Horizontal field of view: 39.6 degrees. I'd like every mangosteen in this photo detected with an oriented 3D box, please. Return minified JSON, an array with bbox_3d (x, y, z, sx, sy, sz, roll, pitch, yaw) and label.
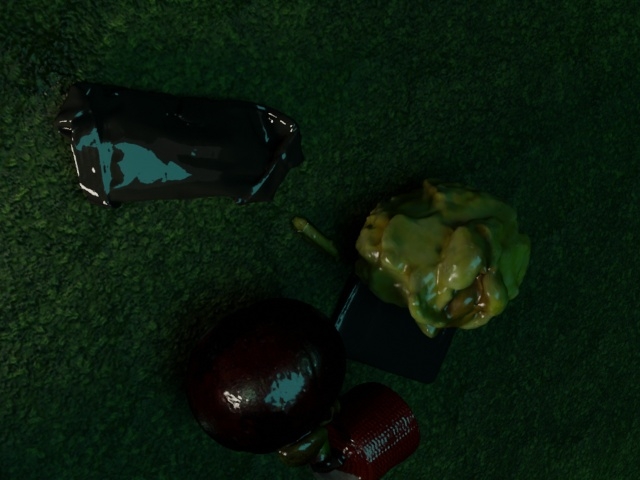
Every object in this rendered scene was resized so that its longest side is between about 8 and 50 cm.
[{"bbox_3d":[-0.065,0.185,1.134,0.216,0.216,0.216,-11,111,-33],"label":"mangosteen"}]

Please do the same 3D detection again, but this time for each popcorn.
[{"bbox_3d":[0.172,0.020,1.257,0.256,0.255,0.195,8,120,-11],"label":"popcorn"}]

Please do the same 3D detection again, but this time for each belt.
[{"bbox_3d":[0.045,0.290,1.271,0.124,0.201,0.128,-30,80,-29],"label":"belt"}]

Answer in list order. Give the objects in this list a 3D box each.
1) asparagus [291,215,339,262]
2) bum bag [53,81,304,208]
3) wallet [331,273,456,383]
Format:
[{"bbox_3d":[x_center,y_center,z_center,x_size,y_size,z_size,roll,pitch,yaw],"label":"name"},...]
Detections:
[{"bbox_3d":[-0.001,0.001,1.247,0.108,0.021,0.025,42,78,-37],"label":"asparagus"},{"bbox_3d":[-0.162,-0.105,1.069,0.326,0.079,0.142,2,95,-33],"label":"bum bag"},{"bbox_3d":[0.115,0.142,1.371,0.244,0.025,0.124,24,90,-38],"label":"wallet"}]
